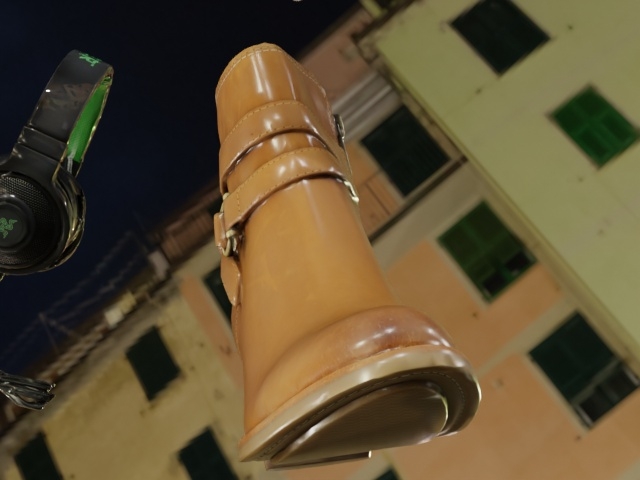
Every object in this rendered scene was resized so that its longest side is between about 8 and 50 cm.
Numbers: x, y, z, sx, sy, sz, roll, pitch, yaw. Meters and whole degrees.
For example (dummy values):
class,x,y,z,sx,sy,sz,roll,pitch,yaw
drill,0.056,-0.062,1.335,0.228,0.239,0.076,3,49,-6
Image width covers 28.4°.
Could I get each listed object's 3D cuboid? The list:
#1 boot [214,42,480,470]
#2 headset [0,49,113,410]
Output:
class,x,y,z,sx,sy,sz,roll,pitch,yaw
boot,0.000,0.000,0.646,0.109,0.220,0.283,-7,-11,-4
headset,-0.311,-0.016,1.430,0.185,0.243,0.394,25,-93,-6
